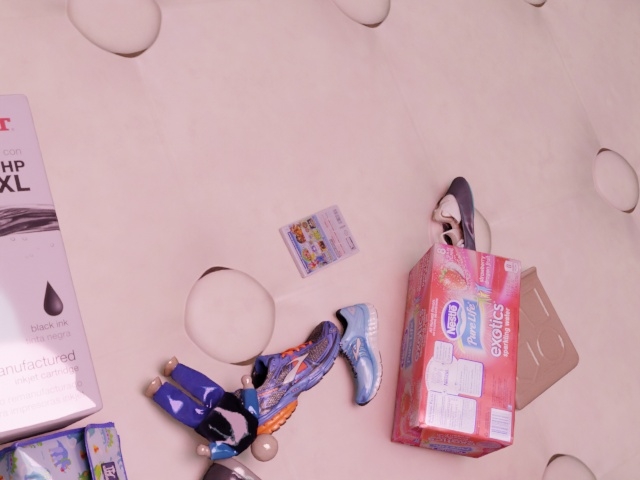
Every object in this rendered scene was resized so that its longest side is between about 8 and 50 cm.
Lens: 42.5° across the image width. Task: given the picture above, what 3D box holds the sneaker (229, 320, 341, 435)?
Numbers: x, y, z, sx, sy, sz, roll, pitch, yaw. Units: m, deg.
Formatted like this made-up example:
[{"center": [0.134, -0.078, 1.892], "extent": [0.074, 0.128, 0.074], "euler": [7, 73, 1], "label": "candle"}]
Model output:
[{"center": [-0.048, 0.187, 1.189], "extent": [0.087, 0.083, 0.221], "euler": [47, 53, -5], "label": "sneaker"}]

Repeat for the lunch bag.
[{"center": [-0.299, 0.294, 0.987], "extent": [0.151, 0.096, 0.129], "euler": [-2, 71, -48], "label": "lunch bag"}]

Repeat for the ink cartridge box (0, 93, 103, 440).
[{"center": [-0.447, 0.047, 0.934], "extent": [0.285, 0.166, 0.395], "euler": [-10, 78, -35], "label": "ink cartridge box"}]

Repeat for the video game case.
[{"center": [0.000, 0.000, 1.329], "extent": [0.122, 0.011, 0.087], "euler": [-24, 87, -36], "label": "video game case"}]

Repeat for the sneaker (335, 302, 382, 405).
[{"center": [0.052, 0.178, 1.278], "extent": [0.073, 0.063, 0.162], "euler": [1, 67, -13], "label": "sneaker"}]

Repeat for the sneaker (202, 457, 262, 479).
[{"center": [-0.082, 0.398, 1.097], "extent": [0.222, 0.083, 0.118], "euler": [38, 61, -4], "label": "sneaker"}]

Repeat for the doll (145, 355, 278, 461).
[{"center": [-0.135, 0.229, 1.101], "extent": [0.189, 0.046, 0.129], "euler": [35, 57, 6], "label": "doll"}]

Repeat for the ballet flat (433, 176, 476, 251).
[{"center": [0.238, -0.021, 1.453], "extent": [0.074, 0.074, 0.203], "euler": [6, 72, -31], "label": "ballet flat"}]

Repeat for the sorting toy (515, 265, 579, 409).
[{"center": [0.367, 0.174, 1.486], "extent": [0.193, 0.038, 0.208], "euler": [-25, 91, -36], "label": "sorting toy"}]

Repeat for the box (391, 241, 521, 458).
[{"center": [0.214, 0.174, 1.298], "extent": [0.154, 0.142, 0.300], "euler": [12, 65, -8], "label": "box"}]
